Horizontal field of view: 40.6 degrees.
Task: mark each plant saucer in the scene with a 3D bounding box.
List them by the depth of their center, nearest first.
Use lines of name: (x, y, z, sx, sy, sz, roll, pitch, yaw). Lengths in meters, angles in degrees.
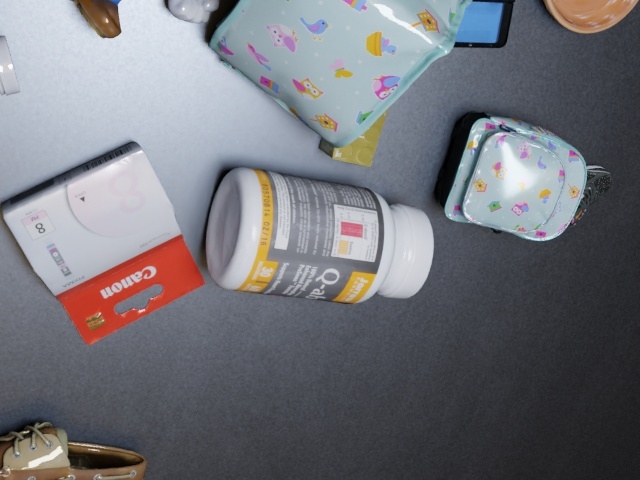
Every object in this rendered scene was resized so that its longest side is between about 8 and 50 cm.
plant saucer: (0.385, -0.394, 1.218, 0.200, 0.037, 0.200, -12, 119, -22)

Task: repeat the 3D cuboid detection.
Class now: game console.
game console: (0.223, -0.314, 1.178, 0.122, 0.107, 0.071, -4, 84, -21)

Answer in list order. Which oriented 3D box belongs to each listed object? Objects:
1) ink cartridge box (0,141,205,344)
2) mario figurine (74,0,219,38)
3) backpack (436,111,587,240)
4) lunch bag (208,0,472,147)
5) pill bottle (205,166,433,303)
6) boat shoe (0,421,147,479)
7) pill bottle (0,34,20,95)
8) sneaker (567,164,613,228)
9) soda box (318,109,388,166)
ink cartridge box: (-0.269, 0.013, 1.119, 0.189, 0.066, 0.232, -28, 114, -10)
mario figurine: (-0.134, -0.343, 0.957, 0.320, 0.198, 0.170, -36, 106, -1)
backpack: (0.279, -0.085, 1.228, 0.188, 0.144, 0.165, 13, 104, -11)
lunch bag: (0.009, -0.246, 1.022, 0.223, 0.262, 0.160, 36, 50, -13)
pill bottle: (0.000, 0.000, 1.160, 0.278, 0.162, 0.162, 8, 107, -24)
boat shoe: (-0.382, 0.300, 1.160, 0.324, 0.122, 0.120, 23, 95, -36)
pill bottle: (-0.423, -0.180, 0.960, 0.160, 0.087, 0.087, -15, 115, -16)
sneaker: (0.384, -0.051, 1.341, 0.178, 0.077, 0.072, -30, 120, -9)
soda box: (0.058, -0.195, 1.164, 0.061, 0.058, 0.181, 10, 107, -24)
